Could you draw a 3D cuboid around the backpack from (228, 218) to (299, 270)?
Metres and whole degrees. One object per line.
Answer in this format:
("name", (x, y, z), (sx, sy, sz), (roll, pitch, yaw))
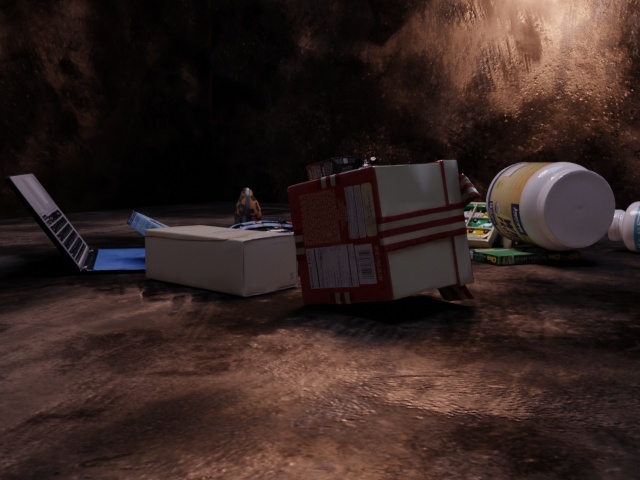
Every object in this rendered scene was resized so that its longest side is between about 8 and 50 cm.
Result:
("backpack", (-0.130, 0.013, 1.578), (0.173, 0.117, 0.158), (-3, 7, -28))

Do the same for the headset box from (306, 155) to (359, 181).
("headset box", (0.020, -0.129, 1.230), (0.062, 0.032, 0.083), (-11, 0, -40))

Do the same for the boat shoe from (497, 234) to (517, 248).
("boat shoe", (0.565, 0.001, 2.025), (0.043, 0.049, 0.137), (3, 2, 2))

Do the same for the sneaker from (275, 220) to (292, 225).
("sneaker", (0.000, 0.000, 1.704), (0.299, 0.121, 0.112), (7, -3, 24))

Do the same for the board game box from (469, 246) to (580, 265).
("board game box", (0.532, 0.038, 1.780), (0.259, 0.030, 0.136), (-2, 9, -21))

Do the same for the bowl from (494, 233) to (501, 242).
("bowl", (0.550, -0.046, 2.297), (0.390, 0.077, 0.391), (0, 6, 0))

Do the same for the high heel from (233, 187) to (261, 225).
("high heel", (-0.199, -0.054, 1.852), (0.093, 0.186, 0.261), (-1, 7, -10))

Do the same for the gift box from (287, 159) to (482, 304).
("gift box", (0.131, -0.005, 1.202), (0.258, 0.255, 0.276), (-9, 5, -44))

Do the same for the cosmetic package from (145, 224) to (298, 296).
("cosmetic package", (-0.211, 0.035, 1.414), (0.309, 0.113, 0.160), (4, 8, 39))

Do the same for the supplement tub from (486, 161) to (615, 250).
("supplement tub", (0.601, -0.093, 1.796), (0.228, 0.228, 0.316), (-1, 6, -10))

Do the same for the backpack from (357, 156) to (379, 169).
("backpack", (0.112, -0.070, 1.834), (0.213, 0.277, 0.263), (20, 20, 32))

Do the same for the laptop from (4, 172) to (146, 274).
("laptop", (-0.531, -0.054, 1.695), (0.236, 0.408, 0.382), (-36, 14, -10))

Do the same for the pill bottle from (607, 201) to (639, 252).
("pill bottle", (0.954, -0.034, 1.900), (0.264, 0.146, 0.146), (6, 9, 42))

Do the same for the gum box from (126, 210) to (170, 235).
("gum box", (-0.373, -0.007, 1.681), (0.157, 0.041, 0.184), (28, -3, -40))

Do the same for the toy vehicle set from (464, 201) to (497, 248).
("toy vehicle set", (0.422, -0.052, 2.096), (0.266, 0.035, 0.166), (4, 47, 35))
